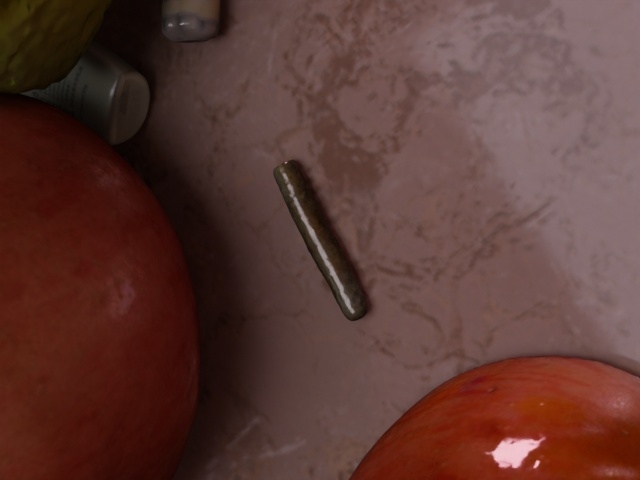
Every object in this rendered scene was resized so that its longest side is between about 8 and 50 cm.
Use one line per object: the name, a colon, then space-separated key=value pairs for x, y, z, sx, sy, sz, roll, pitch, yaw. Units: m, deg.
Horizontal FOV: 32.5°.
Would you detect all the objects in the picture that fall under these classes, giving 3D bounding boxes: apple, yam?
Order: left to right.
apple: x=-0.266 y=0.087 z=0.702 sx=0.363 sy=0.364 sz=0.364 roll=4 pitch=98 yaw=29
yam: x=0.000 y=0.000 z=0.724 sx=0.021 sy=0.021 sz=0.116 roll=-31 pitch=81 yaw=29
apple: x=0.115 y=0.225 z=0.607 sx=0.251 sy=0.163 sz=0.293 roll=-38 pitch=79 yaw=29

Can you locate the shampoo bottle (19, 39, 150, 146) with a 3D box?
shampoo bottle: x=-0.220 y=-0.132 z=0.816 sx=0.212 sy=0.049 sz=0.072 roll=23 pitch=116 yaw=26

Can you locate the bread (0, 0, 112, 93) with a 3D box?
bread: x=-0.234 y=-0.275 z=0.651 sx=0.348 sy=0.348 sz=0.308 roll=37 pitch=120 yaw=21

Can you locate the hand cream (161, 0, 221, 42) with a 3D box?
hand cream: x=-0.088 y=-0.205 z=0.745 sx=0.061 sy=0.039 sz=0.143 roll=1 pitch=88 yaw=36
